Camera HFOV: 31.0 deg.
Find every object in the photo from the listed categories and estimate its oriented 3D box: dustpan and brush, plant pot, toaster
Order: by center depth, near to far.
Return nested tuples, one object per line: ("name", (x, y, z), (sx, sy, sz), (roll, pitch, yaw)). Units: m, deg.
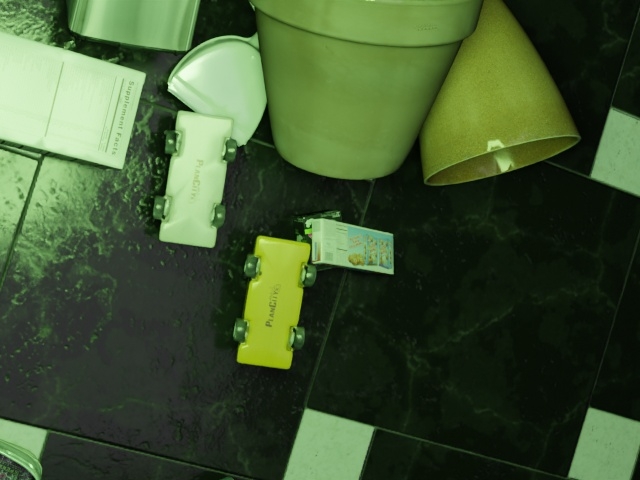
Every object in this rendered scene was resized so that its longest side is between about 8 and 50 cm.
("toaster", (-0.252, -0.329, 1.536), (0.168, 0.185, 0.110), (6, 126, -19))
("plant pot", (0.047, -0.247, 1.596), (0.323, 0.323, 0.280), (-2, 118, -19))
("dustpan and brush", (-0.110, -0.261, 1.671), (0.147, 0.060, 0.211), (38, 88, -19))
("plant pot", (0.235, -0.235, 1.718), (0.237, 0.237, 0.254), (-13, 82, -18))

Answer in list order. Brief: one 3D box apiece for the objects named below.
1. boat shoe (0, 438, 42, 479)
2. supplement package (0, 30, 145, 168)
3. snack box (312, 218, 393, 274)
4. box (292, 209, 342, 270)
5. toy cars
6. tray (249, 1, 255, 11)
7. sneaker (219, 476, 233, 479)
("boat shoe", (-0.480, 0.287, 1.554), (0.228, 0.081, 0.079), (24, 86, -20))
("supplement package", (-0.374, -0.186, 1.533), (0.244, 0.134, 0.139), (15, 89, -20))
("snack box", (0.050, 0.011, 1.703), (0.178, 0.022, 0.064), (11, 75, -51))
("box", (0.000, 0.000, 1.721), (0.062, 0.052, 0.083), (-10, 98, -18))
("toy cars", (-0.125, -0.001, 1.662), (0.176, 0.087, 0.393), (-32, 99, -5))
("tray", (-0.101, -0.472, 1.665), (0.145, 0.030, 0.270), (-34, 104, -17))
("sneaker", (-0.100, 0.466, 1.694), (0.091, 0.094, 0.258), (-32, 102, -10))
